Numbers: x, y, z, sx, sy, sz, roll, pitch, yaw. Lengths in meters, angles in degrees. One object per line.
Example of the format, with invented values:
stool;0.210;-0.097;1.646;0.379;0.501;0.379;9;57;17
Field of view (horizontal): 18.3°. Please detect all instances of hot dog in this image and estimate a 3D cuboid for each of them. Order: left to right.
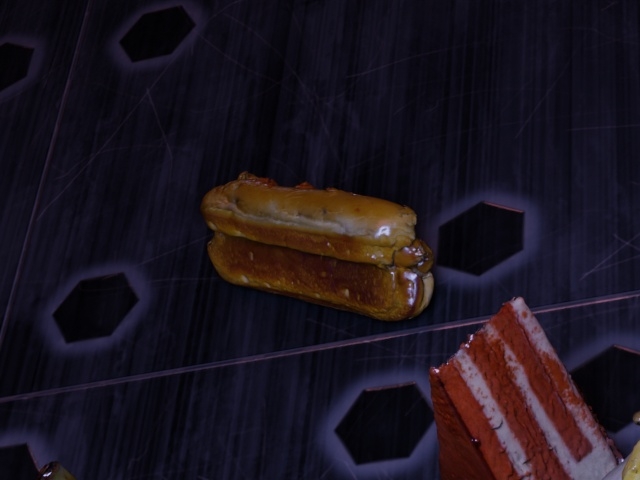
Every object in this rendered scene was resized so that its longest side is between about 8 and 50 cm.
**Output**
hot dog;0.000;0.000;2.488;0.349;0.158;0.117;10;35;39

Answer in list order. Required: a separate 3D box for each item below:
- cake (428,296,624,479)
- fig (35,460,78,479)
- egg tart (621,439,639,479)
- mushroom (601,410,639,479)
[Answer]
cake;0.189;0.179;2.143;0.158;0.262;0.159;-40;26;-20
fig;-0.216;0.341;2.126;0.217;0.321;0.217;-14;49;16
egg tart;0.419;0.285;1.931;0.291;0.291;0.107;15;26;37
mushroom;0.338;0.268;2.081;0.097;0.088;0.212;-4;41;54
